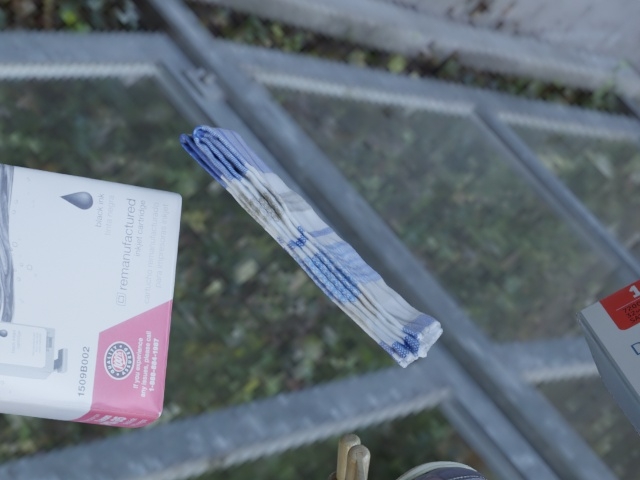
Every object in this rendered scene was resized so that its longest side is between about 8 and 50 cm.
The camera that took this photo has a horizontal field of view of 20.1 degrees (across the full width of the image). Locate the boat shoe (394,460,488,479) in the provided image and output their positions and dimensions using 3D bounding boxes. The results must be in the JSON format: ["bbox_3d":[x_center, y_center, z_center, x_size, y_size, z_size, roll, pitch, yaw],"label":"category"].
[{"bbox_3d":[0.099,0.300,1.899,0.285,0.092,0.103,-2,105,-49],"label":"boat shoe"}]

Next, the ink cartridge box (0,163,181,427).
[{"bbox_3d":[-0.278,0.044,1.562,0.283,0.207,0.117,9,169,-23],"label":"ink cartridge box"}]

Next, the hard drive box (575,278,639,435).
[{"bbox_3d":[0.331,0.109,1.394,0.181,0.232,0.089,-29,127,0],"label":"hard drive box"}]

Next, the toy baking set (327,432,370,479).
[{"bbox_3d":[0.013,0.277,1.362,0.030,0.197,0.256,4,123,0],"label":"toy baking set"}]

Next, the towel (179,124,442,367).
[{"bbox_3d":[0.000,0.000,1.631,0.034,0.285,0.209,-46,174,7],"label":"towel"}]
